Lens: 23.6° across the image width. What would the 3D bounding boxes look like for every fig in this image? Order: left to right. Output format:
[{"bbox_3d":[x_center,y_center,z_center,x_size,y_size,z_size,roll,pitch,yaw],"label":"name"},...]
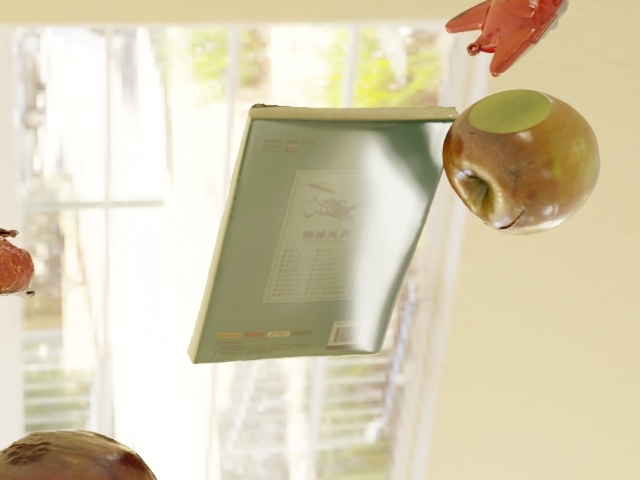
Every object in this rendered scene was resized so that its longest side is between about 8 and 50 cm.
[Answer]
[{"bbox_3d":[-0.251,0.288,1.479,0.224,0.263,0.224,23,-116,-61],"label":"fig"}]

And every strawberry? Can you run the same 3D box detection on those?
[{"bbox_3d":[-0.382,0.030,1.648,0.188,0.121,0.082,-4,91,56],"label":"strawberry"}]

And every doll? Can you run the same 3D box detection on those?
[{"bbox_3d":[0.218,-0.241,1.568,0.057,0.169,0.109,49,-176,-42],"label":"doll"}]

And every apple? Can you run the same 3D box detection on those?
[{"bbox_3d":[0.223,-0.086,1.677,0.163,0.147,0.146,28,146,46],"label":"apple"}]

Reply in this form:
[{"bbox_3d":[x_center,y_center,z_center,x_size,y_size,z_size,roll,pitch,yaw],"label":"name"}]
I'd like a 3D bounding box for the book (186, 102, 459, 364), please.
[{"bbox_3d":[0.000,0.000,1.820,0.031,0.264,0.379,-117,34,-45],"label":"book"}]
